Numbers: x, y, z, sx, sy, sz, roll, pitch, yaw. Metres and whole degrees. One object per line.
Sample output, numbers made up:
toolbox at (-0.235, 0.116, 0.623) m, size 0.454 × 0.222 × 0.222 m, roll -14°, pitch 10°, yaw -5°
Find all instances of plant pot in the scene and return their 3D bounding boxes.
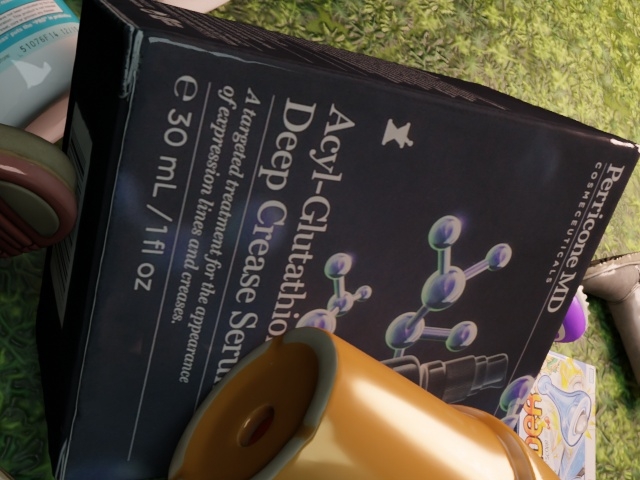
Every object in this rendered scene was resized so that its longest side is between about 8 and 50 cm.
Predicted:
plant pot at (0.019, 0.158, 0.392) m, size 0.188 × 0.205 × 0.205 m, roll 47°, pitch 57°, yaw -20°

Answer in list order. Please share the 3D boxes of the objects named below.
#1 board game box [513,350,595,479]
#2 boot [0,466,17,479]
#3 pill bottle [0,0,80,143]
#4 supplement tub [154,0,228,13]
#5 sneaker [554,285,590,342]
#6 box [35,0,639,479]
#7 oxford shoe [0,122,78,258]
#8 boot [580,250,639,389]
board game box at (0.279, 0.238, 0.804) m, size 0.136 × 0.035 × 0.201 m, roll 20°, pitch 65°, yaw -24°
boot at (-0.306, 0.207, 0.451) m, size 0.197 × 0.073 × 0.152 m, roll 31°, pitch 59°, yaw -5°
pill bottle at (-0.308, -0.199, 0.534) m, size 0.264 × 0.146 × 0.146 m, roll 51°, pitch 57°, yaw -8°
supplement tub at (-0.168, -0.408, 0.634) m, size 0.228 × 0.228 × 0.316 m, roll -39°, pitch 96°, yaw -33°
sneaker at (0.188, 0.041, 0.784) m, size 0.293 × 0.102 × 0.146 m, roll 46°, pitch 61°, yaw -5°
box at (0.000, 0.000, 0.535) m, size 0.396 × 0.212 × 0.293 m, roll 4°, pitch 113°, yaw -29°
oxford shoe at (-0.299, -0.073, 0.422) m, size 0.349 × 0.123 × 0.130 m, roll 8°, pitch 57°, yaw 15°
boot at (0.433, 0.125, 0.919) m, size 0.190 × 0.076 × 0.208 m, roll -7°, pitch 85°, yaw -30°
